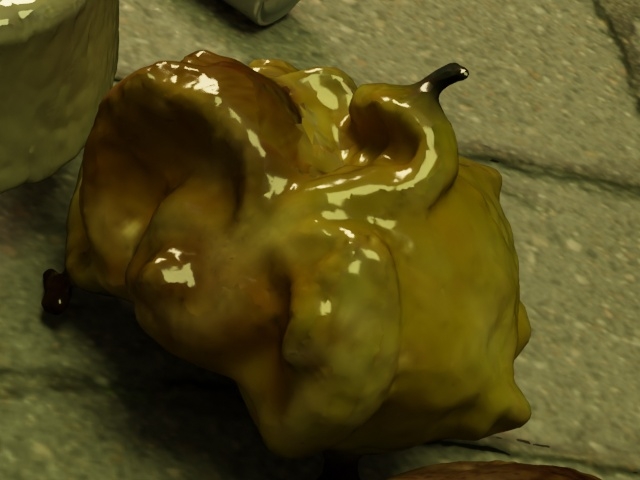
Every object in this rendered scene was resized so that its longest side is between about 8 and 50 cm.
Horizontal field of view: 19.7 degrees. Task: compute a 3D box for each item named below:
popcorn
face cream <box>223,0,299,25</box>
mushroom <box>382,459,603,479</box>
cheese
[{"bbox_3d":[0.000,0.000,1.127,0.316,0.281,0.297,33,16,-14],"label":"popcorn"},{"bbox_3d":[-0.130,-0.282,1.546,0.269,0.073,0.107,37,28,15],"label":"face cream"},{"bbox_3d":[0.092,0.251,0.908,0.345,0.239,0.345,8,16,-2],"label":"mushroom"},{"bbox_3d":[-0.274,-0.173,1.207,0.292,0.153,0.332,3,37,-9],"label":"cheese"}]
